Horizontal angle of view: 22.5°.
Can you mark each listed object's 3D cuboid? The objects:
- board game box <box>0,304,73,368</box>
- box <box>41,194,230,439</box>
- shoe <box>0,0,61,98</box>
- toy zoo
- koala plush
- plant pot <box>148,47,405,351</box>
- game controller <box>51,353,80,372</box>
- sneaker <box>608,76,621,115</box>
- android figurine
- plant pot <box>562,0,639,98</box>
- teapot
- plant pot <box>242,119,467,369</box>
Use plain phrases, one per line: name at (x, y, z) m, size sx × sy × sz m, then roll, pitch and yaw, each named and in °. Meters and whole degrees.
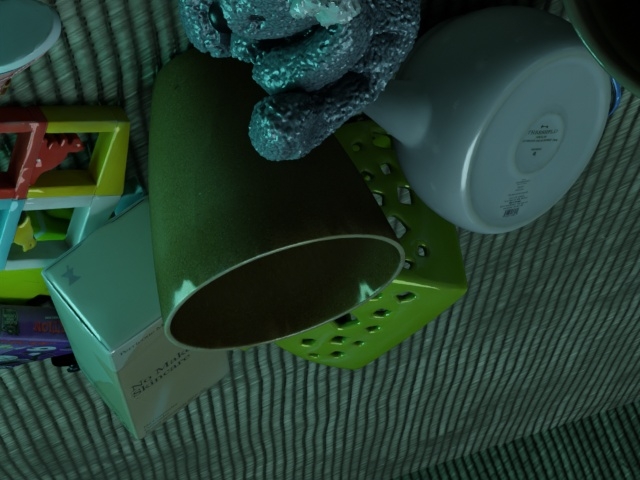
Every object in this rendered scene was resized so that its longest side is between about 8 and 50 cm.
board game box at (-0.436, 0.110, 1.856) m, size 0.208 × 0.056 × 0.347 m, roll -20°, pitch 163°, yaw 38°
box at (-0.194, 0.091, 1.760) m, size 0.148 × 0.121 × 0.311 m, roll -37°, pitch 162°, yaw -13°
shoe at (-0.291, -0.154, 1.405) m, size 0.178 × 0.063 × 0.081 m, roll -20°, pitch 161°, yaw 16°
toy zoo at (-0.306, -0.049, 1.591) m, size 0.293 × 0.030 × 0.192 m, roll -4°, pitch 133°, yaw -34°
koala plush at (-0.021, -0.213, 1.341) m, size 0.203 × 0.196 × 0.221 m, roll -32°, pitch 158°, yaw 1°
plant pot at (-0.069, -0.057, 1.555) m, size 0.237 × 0.254 × 0.237 m, roll -16°, pitch 158°, yaw -7°
game controller at (-0.187, 0.111, 2.085) m, size 0.319 × 0.067 × 0.166 m, roll -11°, pitch 178°, yaw -22°
sneaker at (0.287, -0.156, 1.877) m, size 0.078 × 0.067 × 0.188 m, roll -15°, pitch 162°, yaw -27°
android figurine at (-0.340, 0.010, 1.758) m, size 0.248 × 0.056 × 0.273 m, roll -31°, pitch 156°, yaw 28°
plant pot at (0.393, -0.259, 1.454) m, size 0.323 × 0.323 × 0.280 m, roll -27°, pitch 173°, yaw 18°
teapot at (0.165, -0.144, 1.663) m, size 0.252 × 0.187 × 0.256 m, roll -44°, pitch 142°, yaw -9°
plant pot at (0.000, 0.000, 1.813) m, size 0.207 × 0.227 × 0.228 m, roll 6°, pitch 149°, yaw -35°
